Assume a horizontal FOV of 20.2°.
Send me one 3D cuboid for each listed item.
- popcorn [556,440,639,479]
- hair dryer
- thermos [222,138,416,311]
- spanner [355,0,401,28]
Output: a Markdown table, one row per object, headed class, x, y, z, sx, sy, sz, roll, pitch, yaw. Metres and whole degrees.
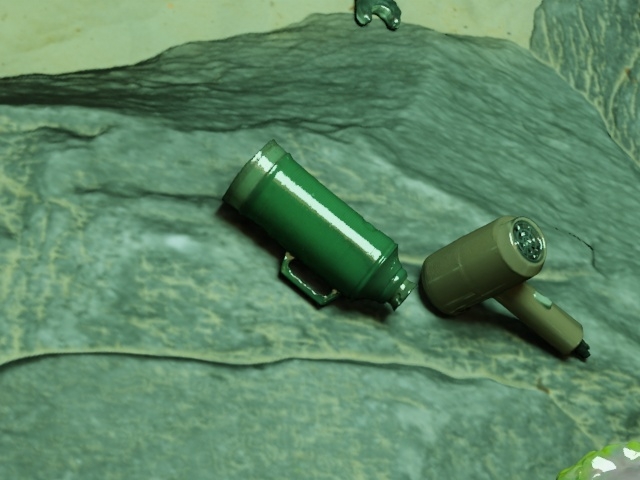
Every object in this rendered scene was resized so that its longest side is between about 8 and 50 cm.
| class | x | y | z | sx | sy | sz | roll | pitch | yaw |
| --- | --- | --- | --- | --- | --- | --- | --- | --- | --- |
| popcorn | 0.264 | 0.240 | 1.563 | 0.145 | 0.126 | 0.126 | -35 | 61 | -9 |
| hair dryer | 0.194 | 0.054 | 1.672 | 0.181 | 0.117 | 0.064 | 37 | 47 | -24 |
| thermos | 0.003 | -0.004 | 1.629 | 0.187 | 0.073 | 0.083 | 39 | 51 | 2 |
| spanner | 0.012 | -0.321 | 1.873 | 0.054 | 0.015 | 0.254 | -16 | 67 | -32 |
